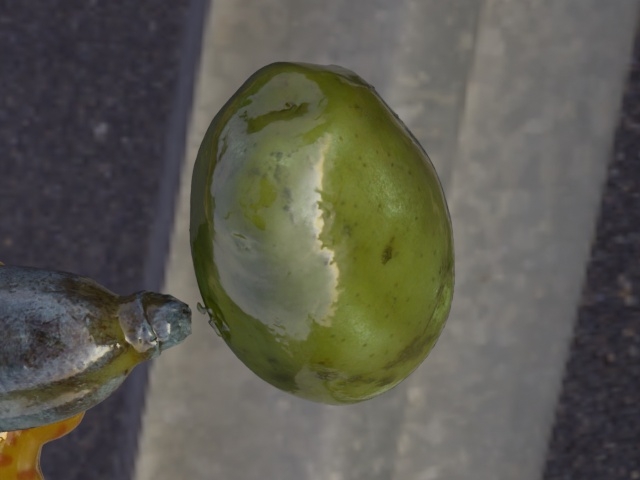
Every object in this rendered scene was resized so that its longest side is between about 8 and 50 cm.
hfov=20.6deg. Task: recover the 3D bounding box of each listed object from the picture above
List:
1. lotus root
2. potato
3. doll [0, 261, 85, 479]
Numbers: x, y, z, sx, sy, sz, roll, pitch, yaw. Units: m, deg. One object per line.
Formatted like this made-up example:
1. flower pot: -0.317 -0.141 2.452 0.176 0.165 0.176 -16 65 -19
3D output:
1. lotus root: -0.274 0.099 1.614 0.322 0.140 0.158 -5 112 25
2. potato: 0.002 -0.002 1.346 0.216 0.216 0.304 47 155 36
3. doll: -0.336 0.172 1.822 0.167 0.162 0.269 25 86 45
